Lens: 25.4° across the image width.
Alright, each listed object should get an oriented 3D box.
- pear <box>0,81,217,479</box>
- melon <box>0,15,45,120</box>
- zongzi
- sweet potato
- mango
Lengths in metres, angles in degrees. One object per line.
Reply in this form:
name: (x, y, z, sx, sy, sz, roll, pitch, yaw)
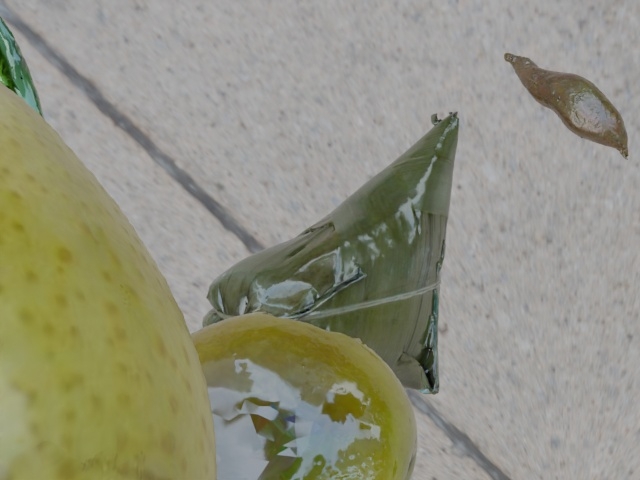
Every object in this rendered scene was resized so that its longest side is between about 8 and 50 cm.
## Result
pear: (-0.189, 0.065, 0.421, 0.314, 0.314, 0.314, -2, 77, 10)
melon: (-0.271, -0.092, 0.714, 0.265, 0.169, 0.129, 15, 76, -25)
zongzi: (0.000, 0.000, 1.802, 0.181, 0.447, 0.418, 13, 91, 44)
sweet potato: (0.313, -0.187, 1.807, 0.068, 0.068, 0.226, -45, 62, -2)
mango: (-0.093, 0.202, 1.223, 0.365, 0.182, 0.253, -16, 77, -1)
